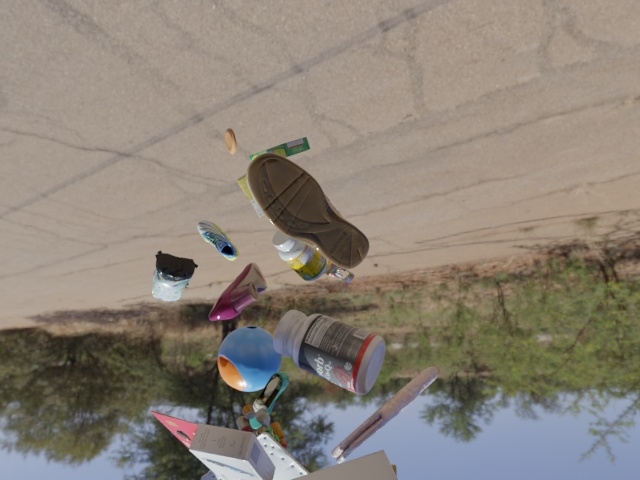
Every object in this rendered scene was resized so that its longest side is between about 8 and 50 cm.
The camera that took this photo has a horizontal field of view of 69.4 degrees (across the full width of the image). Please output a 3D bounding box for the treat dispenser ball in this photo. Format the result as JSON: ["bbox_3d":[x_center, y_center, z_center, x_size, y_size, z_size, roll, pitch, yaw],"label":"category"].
[{"bbox_3d":[-0.319,0.533,2.090,0.287,0.289,0.288,-2,166,0],"label":"treat dispenser ball"}]

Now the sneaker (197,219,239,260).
[{"bbox_3d":[-0.466,-0.007,2.118,0.240,0.091,0.126,42,171,-6],"label":"sneaker"}]

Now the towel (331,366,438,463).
[{"bbox_3d":[0.212,0.561,1.500,0.331,0.053,0.317,-18,150,-49],"label":"towel"}]

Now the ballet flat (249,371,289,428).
[{"bbox_3d":[-0.219,0.629,1.849,0.083,0.247,0.087,26,163,31],"label":"ballet flat"}]

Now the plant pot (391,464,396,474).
[{"bbox_3d":[0.207,0.818,1.592,0.081,0.082,0.083,-22,148,38],"label":"plant pot"}]

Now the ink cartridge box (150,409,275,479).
[{"bbox_3d":[-0.262,0.522,1.133,0.260,0.066,0.296,6,142,12],"label":"ink cartridge box"}]

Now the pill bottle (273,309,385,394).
[{"bbox_3d":[0.029,0.385,1.649,0.362,0.210,0.210,16,174,25],"label":"pill bottle"}]

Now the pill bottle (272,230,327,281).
[{"bbox_3d":[-0.075,0.045,1.643,0.117,0.118,0.208,-12,137,34],"label":"pill bottle"}]

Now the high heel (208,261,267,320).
[{"bbox_3d":[-0.313,0.187,1.756,0.181,0.127,0.377,-27,-174,5],"label":"high heel"}]

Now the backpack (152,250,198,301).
[{"bbox_3d":[-0.538,0.134,1.656,0.151,0.115,0.182,21,136,-16],"label":"backpack"}]

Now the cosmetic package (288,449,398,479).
[{"bbox_3d":[-0.013,0.720,1.262,0.376,0.097,0.285,-1,133,-31],"label":"cosmetic package"}]

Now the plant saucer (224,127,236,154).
[{"bbox_3d":[-0.292,-0.319,1.492,0.013,0.084,0.083,-14,173,-28],"label":"plant saucer"}]

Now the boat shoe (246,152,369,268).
[{"bbox_3d":[-0.036,-0.059,0.970,0.341,0.122,0.110,44,179,-35],"label":"boat shoe"}]

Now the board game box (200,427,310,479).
[{"bbox_3d":[-0.178,0.895,1.664,0.390,0.390,0.050,-43,-176,23],"label":"board game box"}]

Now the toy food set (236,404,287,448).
[{"bbox_3d":[-0.219,0.702,1.693,0.111,0.104,0.232,-36,133,-7],"label":"toy food set"}]

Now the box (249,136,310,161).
[{"bbox_3d":[-0.127,-0.254,1.351,0.179,0.043,0.105,-10,-167,45],"label":"box"}]

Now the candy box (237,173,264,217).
[{"bbox_3d":[-0.291,-0.199,2.016,0.053,0.187,0.109,-29,-164,2],"label":"candy box"}]

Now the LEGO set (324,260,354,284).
[{"bbox_3d":[0.083,0.106,1.836,0.107,0.132,0.287,31,171,-2],"label":"LEGO set"}]
